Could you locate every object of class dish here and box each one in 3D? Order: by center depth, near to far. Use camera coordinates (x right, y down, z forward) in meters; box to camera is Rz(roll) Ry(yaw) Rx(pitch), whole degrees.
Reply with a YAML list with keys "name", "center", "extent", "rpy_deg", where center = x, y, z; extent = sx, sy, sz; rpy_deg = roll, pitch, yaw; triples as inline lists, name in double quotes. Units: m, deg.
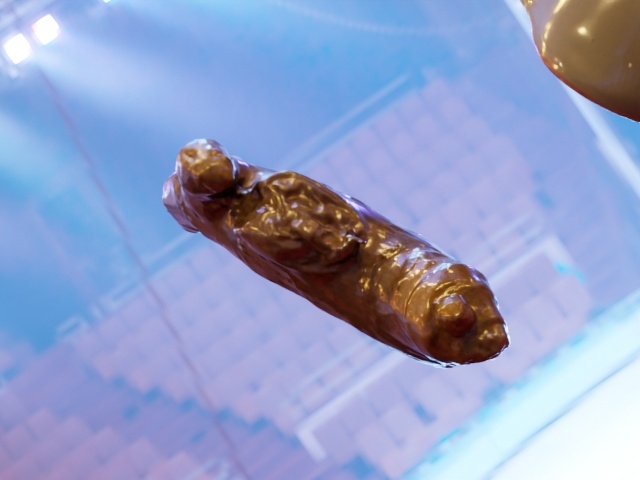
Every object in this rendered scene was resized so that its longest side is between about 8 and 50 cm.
- name: "dish"
  center: [0.211, -0.146, 0.956]
  extent: [0.229, 0.229, 0.081]
  rpy_deg: [-37, -27, -37]

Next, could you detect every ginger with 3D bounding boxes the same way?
- name: "ginger"
  center: [0.002, 0.001, 1.196]
  extent: [0.080, 0.333, 0.166]
  rpy_deg: [-52, -34, -9]
